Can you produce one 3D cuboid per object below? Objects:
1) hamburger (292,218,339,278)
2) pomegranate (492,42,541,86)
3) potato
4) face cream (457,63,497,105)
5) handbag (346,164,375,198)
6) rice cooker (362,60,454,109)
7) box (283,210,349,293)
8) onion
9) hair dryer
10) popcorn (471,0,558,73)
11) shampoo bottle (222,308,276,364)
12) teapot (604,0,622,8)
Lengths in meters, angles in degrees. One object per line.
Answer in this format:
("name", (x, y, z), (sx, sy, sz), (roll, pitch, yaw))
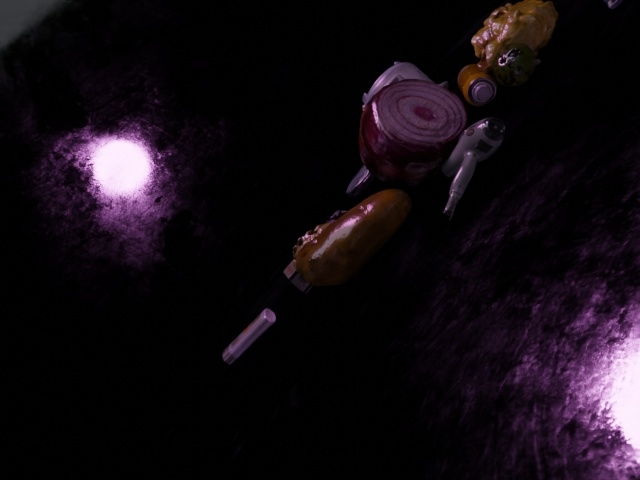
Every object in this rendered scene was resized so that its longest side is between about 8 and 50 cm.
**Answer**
("hamburger", (0.016, 0.042, 1.601), (0.206, 0.130, 0.183), (-33, -26, -31))
("pomegranate", (0.562, -0.497, 1.464), (0.161, 0.122, 0.122), (-13, -11, -32))
("potato", (0.099, -0.007, 1.411), (0.369, 0.176, 0.195), (-39, -31, 3))
("face cream", (0.513, -0.508, 1.687), (0.105, 0.105, 0.349), (-43, 10, 24))
("handbag", (0.234, -0.325, 2.299), (0.332, 0.075, 0.191), (-51, 6, -2))
("rice cooker", (0.315, -0.447, 1.785), (0.316, 0.316, 0.264), (-47, -16, 2))
("box", (0.006, 0.034, 1.804), (0.310, 0.084, 0.198), (-49, 9, -3))
("onion", (0.244, -0.285, 1.469), (0.337, 0.282, 0.260), (-50, -10, -35))
("hair dryer", (0.328, -0.159, 1.250), (0.267, 0.092, 0.229), (-58, 3, -5))
("popcorn", (0.588, -0.610, 1.567), (0.266, 0.192, 0.233), (-47, 28, -10))
("shampoo bottle", (-0.250, 0.336, 1.802), (0.227, 0.056, 0.086), (-45, 9, 14))
("teapot", (0.748, -0.627, 1.303), (0.057, 0.066, 0.088), (110, 172, -61))
